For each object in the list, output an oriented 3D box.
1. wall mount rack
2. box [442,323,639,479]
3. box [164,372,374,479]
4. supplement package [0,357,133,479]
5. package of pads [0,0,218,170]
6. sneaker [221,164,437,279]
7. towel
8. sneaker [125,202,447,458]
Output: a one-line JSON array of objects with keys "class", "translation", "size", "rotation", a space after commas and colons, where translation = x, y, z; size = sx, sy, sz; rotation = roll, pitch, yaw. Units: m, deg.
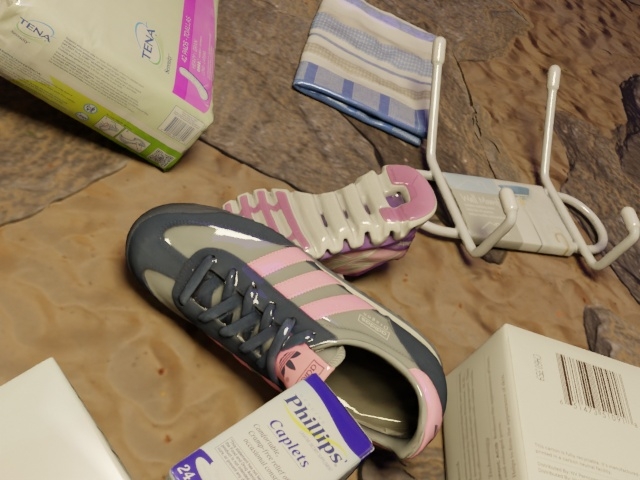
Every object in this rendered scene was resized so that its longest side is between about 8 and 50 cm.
[{"class": "wall mount rack", "translation": [0.256, -0.107, 0.935], "size": [0.350, 0.130, 0.304], "rotation": [6, 49, -26]}, {"class": "box", "translation": [0.218, 0.198, 0.644], "size": [0.181, 0.119, 0.181], "rotation": [18, 46, -14]}, {"class": "box", "translation": [-0.048, 0.180, 0.505], "size": [0.137, 0.126, 0.072], "rotation": [-27, 66, -42]}, {"class": "supplement package", "translation": [-0.162, 0.212, 0.361], "size": [0.194, 0.149, 0.203], "rotation": [-31, 70, -23]}, {"class": "package of pads", "translation": [-0.226, -0.248, 0.765], "size": [0.229, 0.101, 0.296], "rotation": [30, 37, -35]}, {"class": "sneaker", "translation": [0.000, 0.000, 0.727], "size": [0.237, 0.104, 0.095], "rotation": [-11, 56, -10]}, {"class": "towel", "translation": [0.079, -0.267, 1.050], "size": [0.209, 0.034, 0.285], "rotation": [23, 44, -8]}, {"class": "sneaker", "translation": [-0.030, 0.071, 0.599], "size": [0.319, 0.112, 0.131], "rotation": [27, 15, -3]}]
